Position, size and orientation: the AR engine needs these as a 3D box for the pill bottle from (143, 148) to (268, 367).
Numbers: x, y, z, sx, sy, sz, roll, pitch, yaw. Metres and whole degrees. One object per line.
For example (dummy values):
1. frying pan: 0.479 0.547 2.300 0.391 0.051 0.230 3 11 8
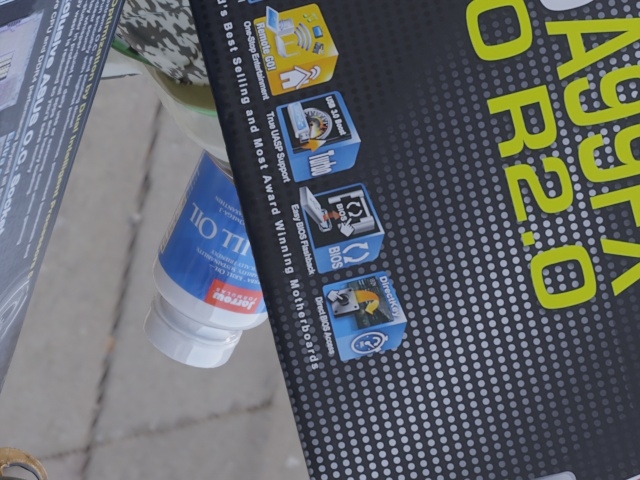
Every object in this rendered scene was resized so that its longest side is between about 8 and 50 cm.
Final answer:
1. pill bottle: -0.083 0.006 1.623 0.124 0.124 0.221 -16 137 -55

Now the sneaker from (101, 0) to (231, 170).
1. sneaker: -0.101 -0.166 0.781 0.158 0.410 0.182 -52 128 -10

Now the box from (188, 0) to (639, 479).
1. box: 0.091 -0.001 0.539 0.060 0.216 0.270 -20 97 -81

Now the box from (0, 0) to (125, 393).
1. box: -0.131 -0.049 0.435 0.242 0.076 0.307 -41 155 -63

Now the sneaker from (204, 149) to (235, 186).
1. sneaker: 0.000 0.000 1.118 0.090 0.232 0.081 -47 -175 36

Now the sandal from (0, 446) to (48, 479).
1. sandal: -0.224 0.181 1.259 0.219 0.090 0.060 73 14 -77
